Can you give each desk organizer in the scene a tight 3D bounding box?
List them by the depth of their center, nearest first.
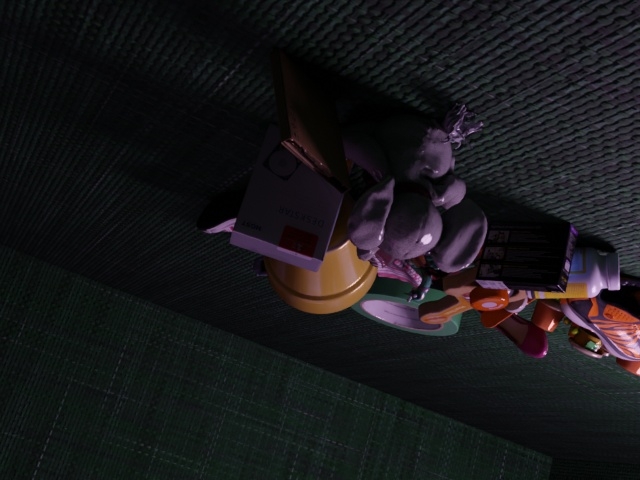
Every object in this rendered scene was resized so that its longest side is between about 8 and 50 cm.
[{"bbox_3d":[0.302,0.091,2.104,0.047,0.050,0.130,57,167,-11],"label":"desk organizer"}]

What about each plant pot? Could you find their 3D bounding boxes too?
[{"bbox_3d":[0.000,0.000,1.801,0.253,0.254,0.239,15,159,8],"label":"plant pot"}]

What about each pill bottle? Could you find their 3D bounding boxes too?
[{"bbox_3d":[0.510,0.065,1.741,0.184,0.103,0.103,-2,156,20],"label":"pill bottle"}]

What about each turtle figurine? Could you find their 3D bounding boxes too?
[{"bbox_3d":[0.219,0.033,1.926,0.175,0.118,0.234,58,161,8],"label":"turtle figurine"}]

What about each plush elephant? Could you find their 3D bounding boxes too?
[{"bbox_3d":[0.138,-0.068,1.463,0.271,0.256,0.330,24,160,-21],"label":"plush elephant"}]

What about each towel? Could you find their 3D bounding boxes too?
[{"bbox_3d":[0.166,0.059,2.125,0.144,0.029,0.197,18,165,37],"label":"towel"}]

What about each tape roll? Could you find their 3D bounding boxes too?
[{"bbox_3d":[0.233,0.174,2.371,0.321,0.077,0.321,15,161,5],"label":"tape roll"}]

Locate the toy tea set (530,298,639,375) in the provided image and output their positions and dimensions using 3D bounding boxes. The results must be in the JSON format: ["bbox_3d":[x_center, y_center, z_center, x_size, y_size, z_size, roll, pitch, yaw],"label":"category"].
[{"bbox_3d":[0.679,0.209,2.075,0.336,0.124,0.200,21,-169,-22],"label":"toy tea set"}]

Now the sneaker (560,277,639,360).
[{"bbox_3d":[0.697,0.180,1.890,0.321,0.125,0.180,25,161,-23],"label":"sneaker"}]

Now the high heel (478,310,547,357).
[{"bbox_3d":[0.469,0.211,2.133,0.117,0.082,0.244,16,-157,-22],"label":"high heel"}]

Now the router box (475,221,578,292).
[{"bbox_3d":[0.409,0.032,1.706,0.178,0.133,0.046,3,156,38],"label":"router box"}]

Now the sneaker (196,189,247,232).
[{"bbox_3d":[-0.158,-0.036,2.057,0.178,0.124,0.295,39,152,-29],"label":"sneaker"}]

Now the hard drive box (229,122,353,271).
[{"bbox_3d":[-0.052,-0.081,1.637,0.181,0.232,0.089,18,162,-4],"label":"hard drive box"}]

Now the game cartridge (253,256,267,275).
[{"bbox_3d":[-0.033,0.057,2.178,0.198,0.062,0.297,-7,178,-24],"label":"game cartridge"}]

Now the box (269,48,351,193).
[{"bbox_3d":[-0.016,-0.190,1.362,0.021,0.201,0.164,-28,139,24],"label":"box"}]

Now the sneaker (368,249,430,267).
[{"bbox_3d":[0.176,0.007,1.722,0.162,0.107,0.281,8,175,19],"label":"sneaker"}]

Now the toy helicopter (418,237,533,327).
[{"bbox_3d":[0.362,0.128,1.966,0.234,0.140,0.355,13,154,-28],"label":"toy helicopter"}]
